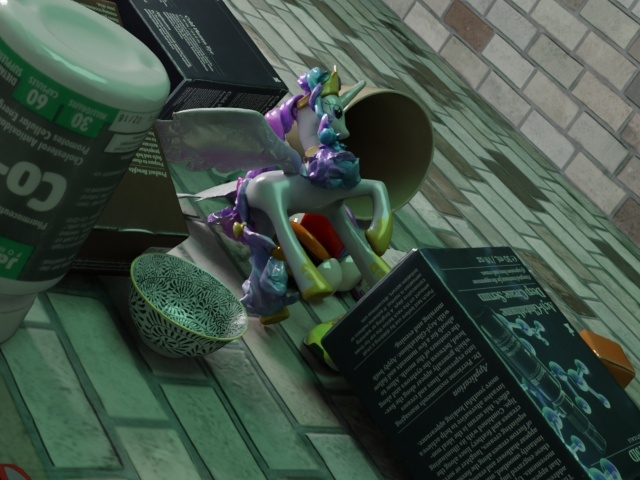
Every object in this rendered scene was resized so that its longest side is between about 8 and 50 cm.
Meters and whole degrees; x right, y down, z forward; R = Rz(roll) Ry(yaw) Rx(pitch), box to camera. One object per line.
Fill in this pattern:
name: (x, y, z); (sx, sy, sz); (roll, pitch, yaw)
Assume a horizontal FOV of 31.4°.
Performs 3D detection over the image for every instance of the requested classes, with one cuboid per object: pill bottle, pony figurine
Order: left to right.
pill bottle: (-0.331, -0.071, 1.239); (0.204, 0.361, 0.204); (28, 22, -13)
pony figurine: (-0.063, -0.071, 1.687); (0.303, 0.351, 0.363); (96, -20, -72)

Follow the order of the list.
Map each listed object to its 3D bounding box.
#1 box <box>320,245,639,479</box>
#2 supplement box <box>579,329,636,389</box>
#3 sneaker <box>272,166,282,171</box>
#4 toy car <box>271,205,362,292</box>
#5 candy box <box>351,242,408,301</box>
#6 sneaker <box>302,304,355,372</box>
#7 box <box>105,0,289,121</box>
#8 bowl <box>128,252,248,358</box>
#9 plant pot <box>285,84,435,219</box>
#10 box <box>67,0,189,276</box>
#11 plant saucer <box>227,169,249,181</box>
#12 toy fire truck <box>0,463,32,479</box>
box: (0.244, 0.219, 1.569); (0.293, 0.212, 0.395); (-1, 51, -57)
supplement box: (0.371, 0.252, 1.726); (0.080, 0.233, 0.078); (22, 25, -20)
sneaker: (-0.086, -0.171, 2.225); (0.076, 0.065, 0.166); (37, 18, -41)
toy car: (0.000, 0.000, 1.860); (0.159, 0.136, 0.182); (41, 23, 18)
candy box: (0.157, 0.090, 1.983); (0.233, 0.071, 0.159); (14, 29, -42)
sneaker: (0.050, 0.132, 1.713); (0.081, 0.094, 0.208); (43, 25, 17)
box: (-0.283, -0.343, 2.049); (0.343, 0.179, 0.312); (55, 28, 18)
bowl: (-0.185, 0.099, 1.469); (0.170, 0.080, 0.170); (28, 23, -13)
plant pot: (0.046, -0.206, 2.260); (0.256, 0.256, 0.274); (18, 11, -35)
box: (-0.332, -0.149, 1.527); (0.191, 0.143, 0.381); (6, 57, -51)
plant saucer: (-0.069, -0.091, 2.012); (0.195, 0.037, 0.195); (22, 7, -3)
toy fire truck: (-0.358, 0.211, 1.036); (0.192, 0.047, 0.135); (13, 29, -44)
